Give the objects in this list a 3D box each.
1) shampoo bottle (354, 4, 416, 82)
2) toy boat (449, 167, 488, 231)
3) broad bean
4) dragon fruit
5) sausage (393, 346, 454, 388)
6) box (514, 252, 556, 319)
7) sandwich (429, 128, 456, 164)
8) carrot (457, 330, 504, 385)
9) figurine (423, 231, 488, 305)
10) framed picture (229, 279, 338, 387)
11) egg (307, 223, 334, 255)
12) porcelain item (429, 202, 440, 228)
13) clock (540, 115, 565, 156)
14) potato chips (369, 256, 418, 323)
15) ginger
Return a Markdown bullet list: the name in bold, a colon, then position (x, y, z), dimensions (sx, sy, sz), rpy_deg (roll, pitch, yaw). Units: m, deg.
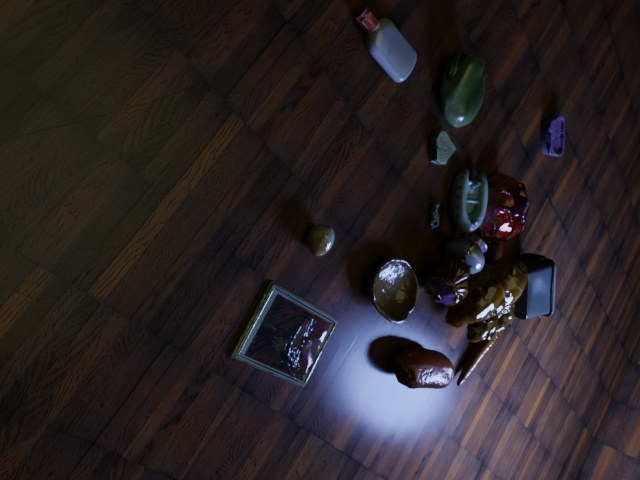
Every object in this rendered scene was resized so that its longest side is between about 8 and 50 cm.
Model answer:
- **shampoo bottle**: position (0.171, -0.526, 1.319), dimensions (0.221, 0.051, 0.108), rpy_deg (36, 80, -37)
- **toy boat**: position (0.494, -0.130, 1.626), dimensions (0.134, 0.078, 0.208), rpy_deg (8, 92, -29)
- **broad bean**: position (0.431, -0.458, 1.509), dimensions (0.169, 0.100, 0.228), rpy_deg (-32, 119, -21)
- **dragon fruit**: position (0.622, -0.093, 1.713), dimensions (0.161, 0.126, 0.274), rpy_deg (-15, 108, -35)
- **sausage**: position (0.334, 0.409, 1.595), dimensions (0.258, 0.133, 0.133), rpy_deg (17, 89, -38)
- **box**: position (0.776, 0.180, 1.877), dimensions (0.135, 0.163, 0.244), rpy_deg (-13, 108, -26)
- **sandwich**: position (0.367, -0.287, 1.531), dimensions (0.093, 0.035, 0.105), rpy_deg (-49, 124, -18)
- **carrot**: position (0.598, 0.399, 1.840), dimensions (0.336, 0.069, 0.069), rpy_deg (-52, 125, -13)
- **figurine**: position (0.426, 0.098, 1.587), dimensions (0.263, 0.142, 0.190), rpy_deg (-50, 159, -22)
- **framed picture**: position (-0.083, 0.254, 1.307), dimensions (0.273, 0.016, 0.217), rpy_deg (35, 78, -37)
- **egg**: position (0.000, 0.000, 1.284), dimensions (0.071, 0.071, 0.083), rpy_deg (-5, 106, -37)
- **porcelain item**: position (0.363, -0.078, 1.578), dimensions (0.036, 0.028, 0.083), rpy_deg (4, 99, -21)
- **clock**: position (0.883, -0.396, 1.901), dimensions (0.110, 0.050, 0.153), rpy_deg (-17, 109, -34)
- **potato chips**: position (0.209, 0.145, 1.483), dimensions (0.208, 0.061, 0.196), rpy_deg (12, 86, -38)
- **ginger**: position (0.575, 0.203, 1.729), dimensions (0.357, 0.152, 0.274), rpy_deg (-12, 118, -36)
